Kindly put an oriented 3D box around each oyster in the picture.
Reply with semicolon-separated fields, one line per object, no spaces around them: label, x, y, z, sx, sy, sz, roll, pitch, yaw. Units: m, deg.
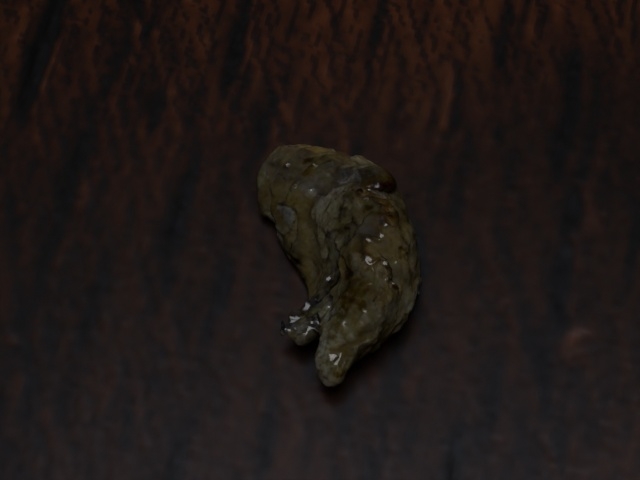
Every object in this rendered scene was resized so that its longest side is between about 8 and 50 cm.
oyster;0.000;0.000;0.683;0.083;0.038;0.081;35;71;18
